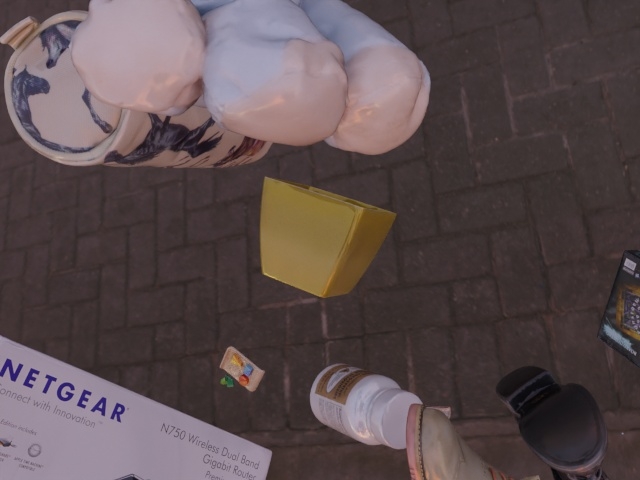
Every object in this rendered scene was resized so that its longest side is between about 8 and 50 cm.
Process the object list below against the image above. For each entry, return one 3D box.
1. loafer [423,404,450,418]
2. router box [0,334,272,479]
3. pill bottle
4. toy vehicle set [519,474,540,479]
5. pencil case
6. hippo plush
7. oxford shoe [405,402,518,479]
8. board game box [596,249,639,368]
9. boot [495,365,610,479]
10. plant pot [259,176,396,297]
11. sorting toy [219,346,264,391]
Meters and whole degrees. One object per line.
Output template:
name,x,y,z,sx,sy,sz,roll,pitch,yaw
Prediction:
loafer,0.217,0.360,1.351,0.125,0.045,0.039,13,94,8
router box,-0.223,0.289,0.568,0.082,0.335,0.300,-11,54,42
pill bottle,0.089,0.320,1.214,0.229,0.131,0.131,0,72,59
toy vehicle set,0.469,0.657,1.350,0.035,0.166,0.266,-23,71,31
pencil case,-0.209,-0.183,0.829,0.183,0.410,0.160,46,108,9
hippo plush,-0.025,-0.200,0.438,0.235,0.294,0.236,10,104,-12
oxford shoe,0.243,0.362,0.914,0.147,0.397,0.140,-16,37,27
board game box,0.405,0.106,0.717,0.186,0.026,0.126,-129,41,-57
boot,0.327,0.281,0.768,0.091,0.263,0.228,-34,94,5
plant pot,0.000,0.000,1.242,0.212,0.212,0.187,19,97,22
sorting toy,-0.116,0.191,0.892,0.062,0.012,0.083,34,133,8
